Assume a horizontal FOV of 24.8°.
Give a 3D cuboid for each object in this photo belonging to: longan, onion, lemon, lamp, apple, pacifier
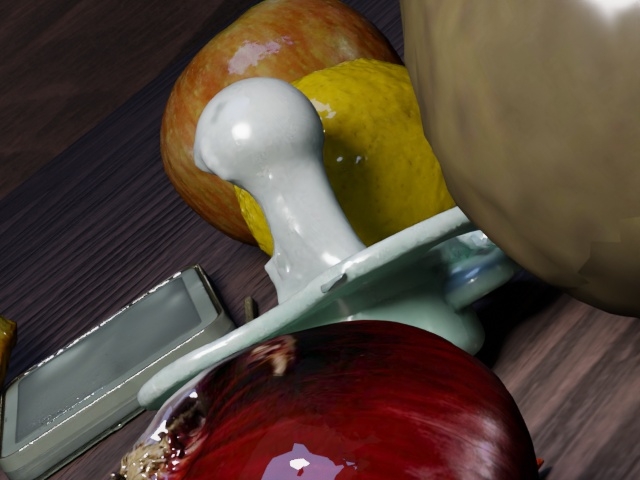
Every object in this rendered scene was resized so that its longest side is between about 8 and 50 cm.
[{"bbox_3d":[0.244,-0.137,0.849,0.404,0.404,0.436,-31,42,9],"label":"longan"},{"bbox_3d":[0.030,0.173,0.690,0.273,0.285,0.273,-161,90,-85],"label":"onion"},{"bbox_3d":[0.035,-0.060,1.289,0.260,0.204,0.204,-8,-7,-45],"label":"lemon"},{"bbox_3d":[-0.217,0.131,1.521,0.266,0.047,0.269,-35,16,-2],"label":"lamp"},{"bbox_3d":[-0.022,-0.112,1.545,0.277,0.250,0.309,-48,-7,5],"label":"apple"},{"bbox_3d":[0.000,0.000,1.097,0.343,0.269,0.288,-28,-10,26],"label":"pacifier"}]

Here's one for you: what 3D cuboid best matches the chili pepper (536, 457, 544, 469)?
[{"bbox_3d":[0.051,0.174,0.857,0.191,0.050,0.059,-29,1,-11],"label":"chili pepper"}]

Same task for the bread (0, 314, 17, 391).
[{"bbox_3d":[-0.458,0.176,1.664,0.270,0.148,0.270,-46,13,13],"label":"bread"}]

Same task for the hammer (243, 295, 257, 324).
[{"bbox_3d":[-0.061,0.097,1.364,0.058,0.029,0.292,-31,14,4],"label":"hammer"}]
